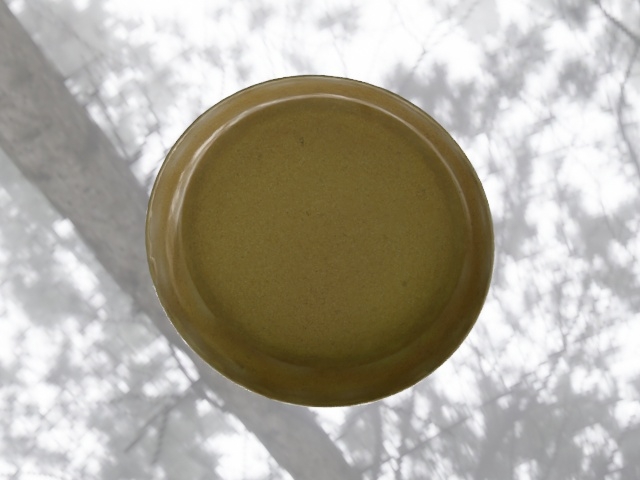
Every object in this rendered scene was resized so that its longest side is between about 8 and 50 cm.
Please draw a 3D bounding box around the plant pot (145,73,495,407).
[{"bbox_3d":[0.000,0.000,0.995,0.236,0.236,0.032,-14,-163,12],"label":"plant pot"}]
